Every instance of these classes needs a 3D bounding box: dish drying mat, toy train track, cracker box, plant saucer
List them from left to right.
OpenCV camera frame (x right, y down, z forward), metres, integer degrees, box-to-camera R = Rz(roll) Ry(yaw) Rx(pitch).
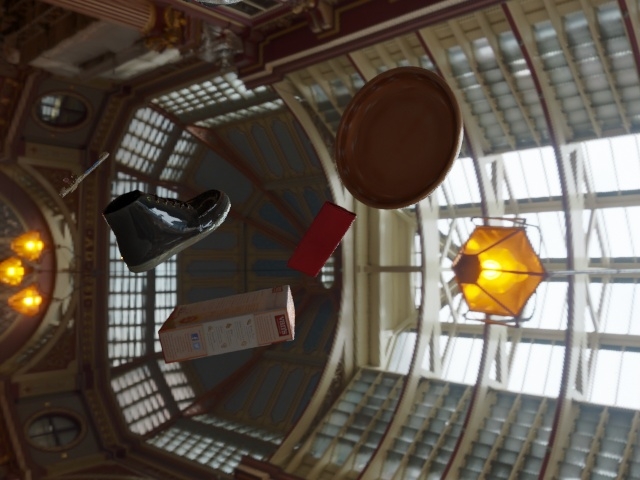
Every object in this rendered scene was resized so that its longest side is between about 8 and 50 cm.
[{"bbox_3d":[-0.305,-0.088,0.754,0.014,0.083,0.048,44,-32,-12],"label":"toy train track"},{"bbox_3d":[-0.166,0.152,1.090,0.232,0.156,0.067,-11,-80,1],"label":"cracker box"},{"bbox_3d":[0.000,0.000,0.535,0.083,0.032,0.008,-57,-161,36],"label":"dish drying mat"},{"bbox_3d":[0.109,-0.139,0.818,0.199,0.037,0.200,-7,-102,37],"label":"plant saucer"}]

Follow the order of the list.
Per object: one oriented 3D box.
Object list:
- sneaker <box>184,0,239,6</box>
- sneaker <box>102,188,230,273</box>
[{"bbox_3d":[-0.019,-0.273,0.423,0.110,0.283,0.122,54,-28,-5],"label":"sneaker"},{"bbox_3d":[-0.247,-0.053,0.981,0.083,0.222,0.118,10,-50,39],"label":"sneaker"}]
